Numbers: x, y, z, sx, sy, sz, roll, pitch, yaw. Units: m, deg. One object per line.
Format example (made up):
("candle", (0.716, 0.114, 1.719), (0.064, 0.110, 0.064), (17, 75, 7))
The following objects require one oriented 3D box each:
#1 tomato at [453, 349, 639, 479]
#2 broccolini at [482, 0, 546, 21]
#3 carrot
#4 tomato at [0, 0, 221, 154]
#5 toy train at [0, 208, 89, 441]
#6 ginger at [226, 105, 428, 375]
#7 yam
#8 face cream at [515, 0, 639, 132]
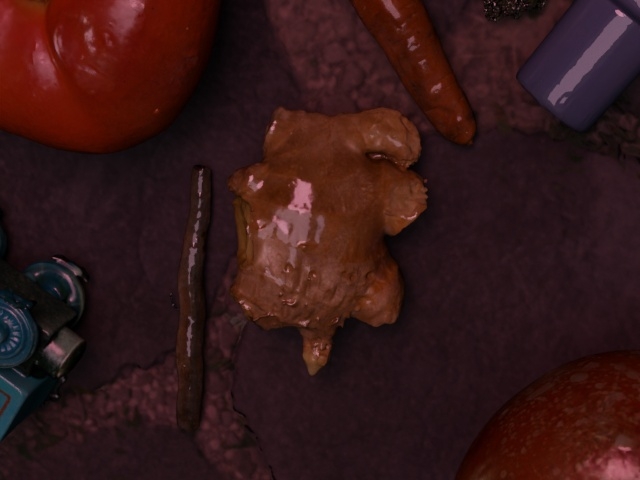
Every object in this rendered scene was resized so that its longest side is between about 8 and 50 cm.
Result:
("tomato", (0.236, 0.206, 0.846), (0.270, 0.222, 0.270), (13, 121, 23))
("broccolini", (0.181, -0.246, 0.853), (0.052, 0.054, 0.194), (20, 101, -25))
("carrot", (0.064, -0.162, 0.883), (0.061, 0.061, 0.209), (-28, 100, 16))
("tomato", (-0.183, -0.196, 0.855), (0.260, 0.180, 0.259), (2, 100, 11))
("toy train", (-0.302, 0.068, 0.977), (0.203, 0.112, 0.163), (36, 112, 4))
("ginger", (0.000, 0.000, 0.906), (0.157, 0.102, 0.216), (2, 99, -17))
("yam", (-0.110, 0.051, 0.980), (0.027, 0.029, 0.234), (-4, 105, -31))
("face cream", (0.284, -0.241, 0.796), (0.086, 0.135, 0.385), (24, 114, -36))
